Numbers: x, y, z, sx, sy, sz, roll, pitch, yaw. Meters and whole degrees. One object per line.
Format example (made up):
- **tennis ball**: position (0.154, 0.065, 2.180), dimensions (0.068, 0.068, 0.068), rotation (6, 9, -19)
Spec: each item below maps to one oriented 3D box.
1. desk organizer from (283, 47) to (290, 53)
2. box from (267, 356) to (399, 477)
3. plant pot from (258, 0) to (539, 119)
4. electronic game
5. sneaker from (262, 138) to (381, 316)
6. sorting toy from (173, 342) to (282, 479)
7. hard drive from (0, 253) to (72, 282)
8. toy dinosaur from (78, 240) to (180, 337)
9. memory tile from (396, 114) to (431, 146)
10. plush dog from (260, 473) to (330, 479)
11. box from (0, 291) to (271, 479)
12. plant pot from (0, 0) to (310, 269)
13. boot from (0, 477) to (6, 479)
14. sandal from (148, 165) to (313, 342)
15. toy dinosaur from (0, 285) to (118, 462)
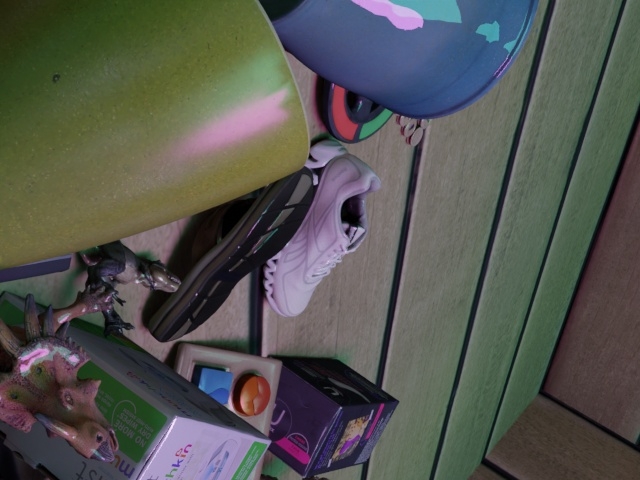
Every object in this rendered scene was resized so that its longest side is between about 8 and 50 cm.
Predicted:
- **desk organizer**: position (0.000, -0.289, 1.107), dimensions (0.130, 0.047, 0.050), rotation (-45, 152, -28)
- **box**: position (0.001, 0.310, 1.567), dimensions (0.143, 0.165, 0.270), rotation (-62, 153, 5)
- **plant pot**: position (0.047, -0.282, 0.918), dimensions (0.255, 0.272, 0.271), rotation (5, 113, -45)
- **electronic game**: position (0.079, -0.249, 1.279), dimensions (0.229, 0.048, 0.229), rotation (-41, 148, -33)
- **sneaker**: position (0.000, 0.000, 1.318), dimensions (0.110, 0.118, 0.292), rotation (-20, 134, -55)
- **sorting toy**: position (-0.153, 0.316, 1.289), dimensions (0.229, 0.041, 0.307), rotation (19, 79, -49)
- **hard drive**: position (-0.314, 0.011, 0.808), dimensions (0.135, 0.094, 0.022), rotation (-11, 123, -56)
- **toy dinosaur**: position (-0.237, 0.032, 0.968), dimensions (0.064, 0.118, 0.268), rotation (-19, 150, 11)
- **memory tile**: position (0.168, -0.233, 1.489), dimensions (0.113, 0.012, 0.148), rotation (-56, 153, -8)
- **plush dog**: position (-0.085, 0.491, 1.539), dimensions (0.210, 0.225, 0.262), rotation (-63, 167, -11)
- **box**: position (-0.226, 0.192, 0.956), dimensions (0.126, 0.262, 0.231), rotation (-58, 152, -6)
- **plant pot**: position (-0.206, -0.102, 0.739), dimensions (0.293, 0.275, 0.274), rotation (-34, 146, -16)
- **boot**: position (-0.317, 0.241, 0.812), dimensions (0.118, 0.223, 0.338), rotation (-52, 169, -18)
- **sandal**: position (-0.128, 0.006, 1.149), dimensions (0.303, 0.086, 0.120), rotation (-45, 159, 2)
- **toy dinosaur**: position (-0.301, 0.100, 0.747), dimensions (0.200, 0.296, 0.127), rotation (6, 87, -87)
